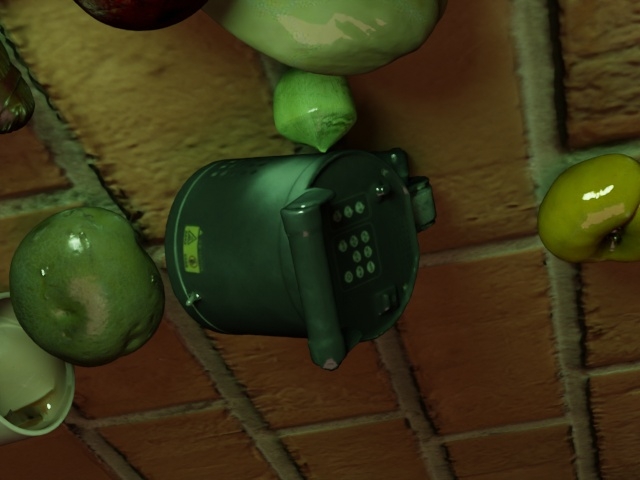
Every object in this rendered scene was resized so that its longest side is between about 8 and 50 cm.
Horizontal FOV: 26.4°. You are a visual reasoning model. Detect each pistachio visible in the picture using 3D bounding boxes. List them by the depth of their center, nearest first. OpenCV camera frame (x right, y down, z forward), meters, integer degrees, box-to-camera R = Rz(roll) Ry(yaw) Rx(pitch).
[{"bbox_3d":[-0.002,-0.225,1.230,0.238,0.153,0.138,-2,-169,-3],"label":"pistachio"}]

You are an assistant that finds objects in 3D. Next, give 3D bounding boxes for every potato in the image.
[{"bbox_3d":[-0.283,0.057,1.659,0.178,0.160,0.235,-21,142,-23],"label":"potato"}]

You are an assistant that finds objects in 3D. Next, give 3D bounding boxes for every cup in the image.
[{"bbox_3d":[-0.450,0.182,1.841,0.200,0.191,0.253,-19,-179,29],"label":"cup"}]

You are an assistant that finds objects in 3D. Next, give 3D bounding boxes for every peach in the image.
[{"bbox_3d":[0.354,-0.034,1.659,0.179,0.103,0.179,-5,148,-3],"label":"peach"}]

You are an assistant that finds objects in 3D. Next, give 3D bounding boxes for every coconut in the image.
[{"bbox_3d":[-0.006,-0.136,1.420,0.088,0.096,0.088,-7,168,-2],"label":"coconut"}]

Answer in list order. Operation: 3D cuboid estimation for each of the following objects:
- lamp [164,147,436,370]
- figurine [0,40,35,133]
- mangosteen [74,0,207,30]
[{"bbox_3d":[-0.043,0.011,1.493,0.272,0.205,0.374,-7,-168,25],"label":"lamp"},{"bbox_3d":[-0.438,-0.118,1.325,0.315,0.168,0.187,-29,-177,20],"label":"figurine"},{"bbox_3d":[-0.164,-0.259,1.103,0.200,0.199,0.200,-5,151,-3],"label":"mangosteen"}]
